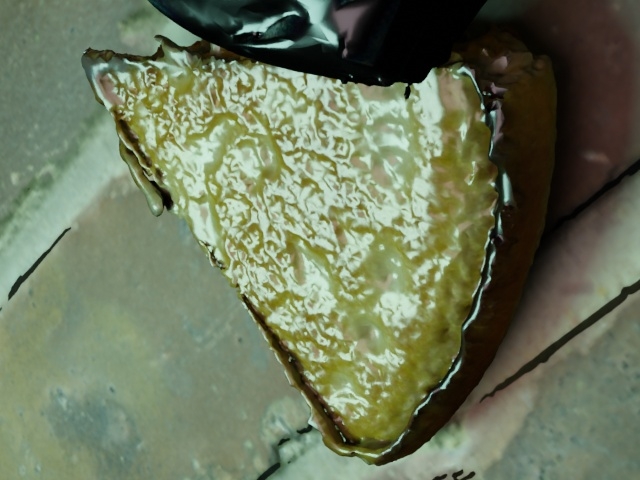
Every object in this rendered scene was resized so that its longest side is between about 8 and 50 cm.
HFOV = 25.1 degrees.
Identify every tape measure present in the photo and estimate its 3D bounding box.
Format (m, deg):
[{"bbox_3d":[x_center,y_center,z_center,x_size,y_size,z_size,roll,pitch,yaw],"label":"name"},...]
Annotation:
[{"bbox_3d":[0.003,-0.177,0.660,0.223,0.135,0.202,37,104,34],"label":"tape measure"}]

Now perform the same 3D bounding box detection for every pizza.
[{"bbox_3d":[0.000,0.000,0.792,0.288,0.074,0.251,11,113,36],"label":"pizza"}]
